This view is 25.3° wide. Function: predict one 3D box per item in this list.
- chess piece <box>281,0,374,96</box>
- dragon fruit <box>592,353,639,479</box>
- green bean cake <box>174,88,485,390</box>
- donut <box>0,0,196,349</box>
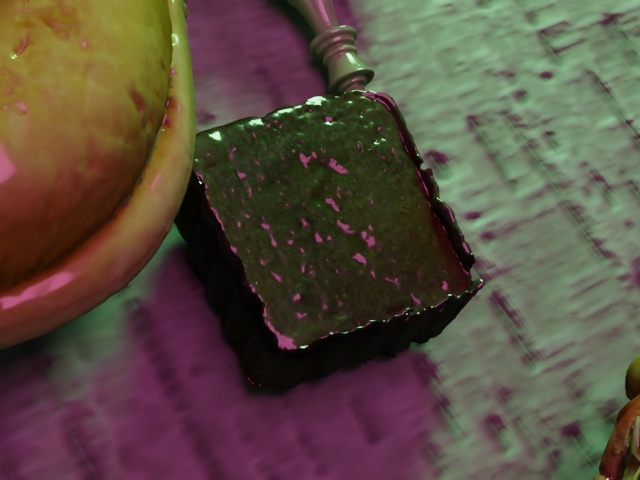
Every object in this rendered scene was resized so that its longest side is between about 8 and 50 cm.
[{"bbox_3d":[0.008,-0.160,1.131,0.059,0.059,0.149,-15,73,-27],"label":"chess piece"},{"bbox_3d":[0.316,0.150,0.930,0.263,0.314,0.296,18,28,22],"label":"dragon fruit"},{"bbox_3d":[0.000,0.000,1.000,0.173,0.094,0.181,-18,68,-27],"label":"green bean cake"},{"bbox_3d":[-0.281,-0.122,0.914,0.448,0.198,0.449,9,58,-14],"label":"donut"}]
